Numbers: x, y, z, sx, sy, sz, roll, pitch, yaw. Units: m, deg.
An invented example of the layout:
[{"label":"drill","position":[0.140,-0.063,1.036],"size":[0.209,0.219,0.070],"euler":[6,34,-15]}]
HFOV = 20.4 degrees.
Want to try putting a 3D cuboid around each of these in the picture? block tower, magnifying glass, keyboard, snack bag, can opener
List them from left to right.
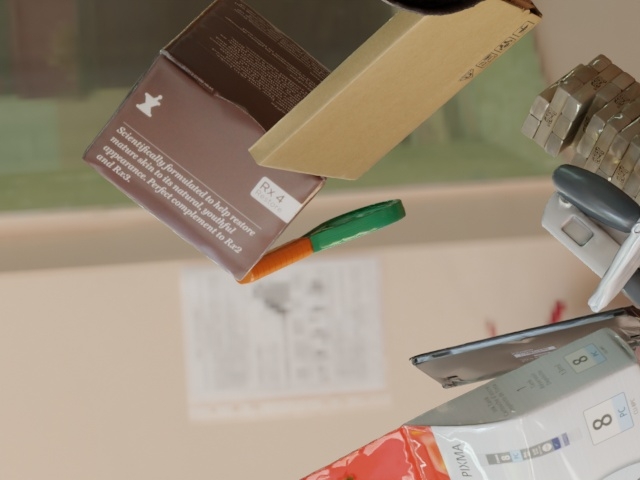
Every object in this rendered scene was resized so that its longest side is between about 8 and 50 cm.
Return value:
[{"label":"magnifying glass","position":[0.000,0.000,1.860],"size":[0.092,0.231,0.026],"euler":[-10,99,47]},{"label":"keyboard","position":[0.296,0.147,2.344],"size":[0.201,0.317,0.033],"euler":[37,-135,-54]},{"label":"can opener","position":[0.337,0.030,1.801],"size":[0.283,0.076,0.095],"euler":[44,177,24]},{"label":"block tower","position":[0.378,-0.063,1.907],"size":[0.335,0.097,0.091],"euler":[40,141,17]},{"label":"snack bag","position":[0.381,-0.104,1.658],"size":[0.323,0.037,0.342],"euler":[-47,-13,-38]}]

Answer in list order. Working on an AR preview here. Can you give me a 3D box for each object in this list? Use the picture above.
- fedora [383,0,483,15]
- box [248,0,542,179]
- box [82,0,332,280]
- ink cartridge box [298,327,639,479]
[{"label":"fedora","position":[0.121,-0.305,1.123],"size":[0.152,0.334,0.334],"euler":[3,100,44]},{"label":"box","position":[0.058,-0.118,1.315],"size":[0.021,0.201,0.164],"euler":[56,-159,18]},{"label":"box","position":[-0.087,-0.115,1.765],"size":[0.143,0.191,0.381],"euler":[-50,5,15]},{"label":"ink cartridge box","position":[0.201,0.307,1.958],"size":[0.091,0.385,0.308],"euler":[55,168,56]}]
